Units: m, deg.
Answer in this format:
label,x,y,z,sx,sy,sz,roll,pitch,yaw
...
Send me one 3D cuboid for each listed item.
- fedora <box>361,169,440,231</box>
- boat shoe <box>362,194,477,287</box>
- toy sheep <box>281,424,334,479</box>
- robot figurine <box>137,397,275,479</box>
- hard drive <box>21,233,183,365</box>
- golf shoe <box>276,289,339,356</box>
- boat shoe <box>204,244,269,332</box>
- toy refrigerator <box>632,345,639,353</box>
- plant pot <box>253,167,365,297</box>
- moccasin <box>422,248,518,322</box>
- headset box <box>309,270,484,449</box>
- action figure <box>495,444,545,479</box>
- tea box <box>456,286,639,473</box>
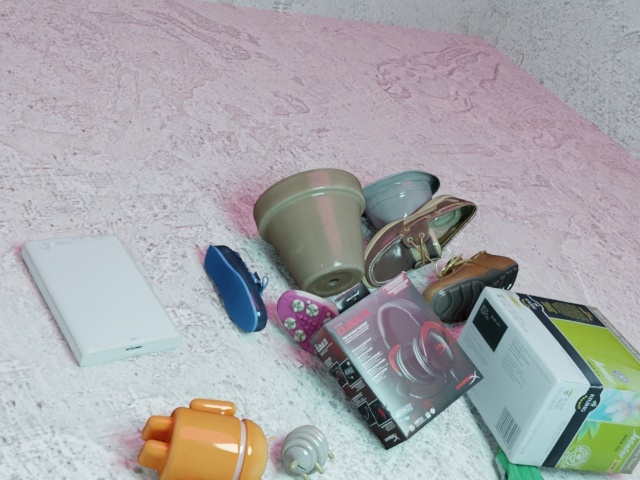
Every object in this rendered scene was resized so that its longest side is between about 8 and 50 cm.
label,x,y,z,sx,sy,sz,roll,pitch,yaw
fedora,0.210,-0.074,2.129,0.275,0.244,0.124,35,35,-72
boat shoe,0.243,0.001,1.982,0.342,0.123,0.123,-33,21,-22
toy sheep,-0.026,0.370,1.430,0.091,0.091,0.132,30,14,8
robot figurine,-0.180,0.343,1.325,0.219,0.128,0.158,14,13,-16
hard drive,-0.425,0.105,1.584,0.203,0.040,0.307,-7,44,-40
golf shoe,0.048,0.190,1.732,0.306,0.115,0.140,32,24,-4
boat shoe,-0.159,0.088,1.729,0.089,0.109,0.258,4,40,-36
toy refrigerator,0.685,0.288,2.025,0.270,0.094,0.102,28,39,5
plant pot,0.000,0.000,1.868,0.263,0.263,0.229,0,58,-34
moccasin,0.355,0.098,2.036,0.147,0.139,0.380,27,33,30
headset box,0.137,0.219,1.596,0.218,0.110,0.293,-31,78,-28
action figure,0.396,0.476,1.582,0.137,0.063,0.232,11,28,-19
tea box,0.501,0.292,1.729,0.324,0.220,0.329,11,26,-22
